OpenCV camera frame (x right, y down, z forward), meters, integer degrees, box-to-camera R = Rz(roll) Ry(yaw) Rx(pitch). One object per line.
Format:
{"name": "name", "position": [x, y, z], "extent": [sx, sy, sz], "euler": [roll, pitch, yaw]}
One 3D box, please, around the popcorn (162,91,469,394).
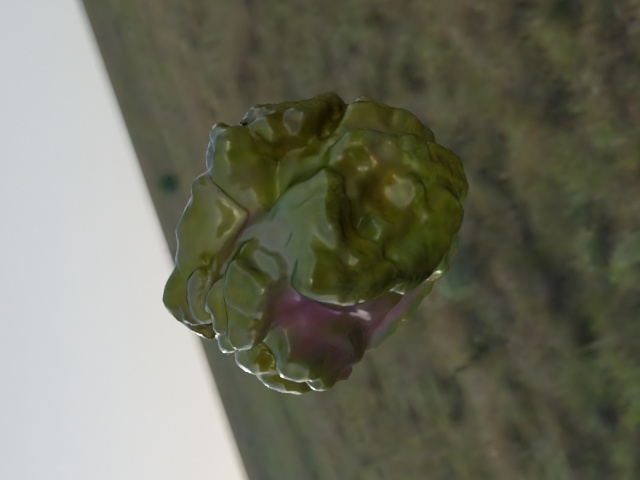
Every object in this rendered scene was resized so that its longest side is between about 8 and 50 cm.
{"name": "popcorn", "position": [0.000, 0.000, 0.866], "extent": [0.126, 0.145, 0.126], "euler": [25, 178, 36]}
